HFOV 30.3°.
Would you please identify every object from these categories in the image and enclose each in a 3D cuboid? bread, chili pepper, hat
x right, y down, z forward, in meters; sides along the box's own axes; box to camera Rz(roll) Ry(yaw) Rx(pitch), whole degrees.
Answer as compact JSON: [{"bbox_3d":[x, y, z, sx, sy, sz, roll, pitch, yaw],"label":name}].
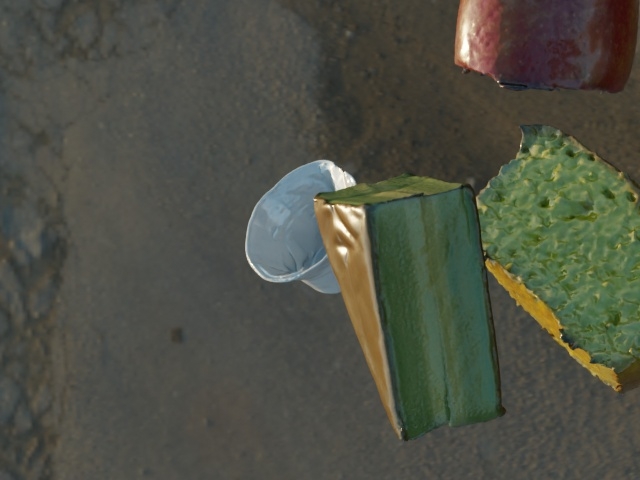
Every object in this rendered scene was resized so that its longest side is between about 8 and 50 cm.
[{"bbox_3d":[0.052,0.036,0.690,0.084,0.074,0.139,-161,58,-69],"label":"bread"},{"bbox_3d":[0.310,-0.354,1.618,0.251,0.229,0.305,0,97,3],"label":"chili pepper"},{"bbox_3d":[0.000,0.000,1.707,0.203,0.126,0.203,-20,47,23],"label":"hat"},{"bbox_3d":[0.165,0.011,0.720,0.103,0.065,0.187,-44,53,0],"label":"bread"}]
